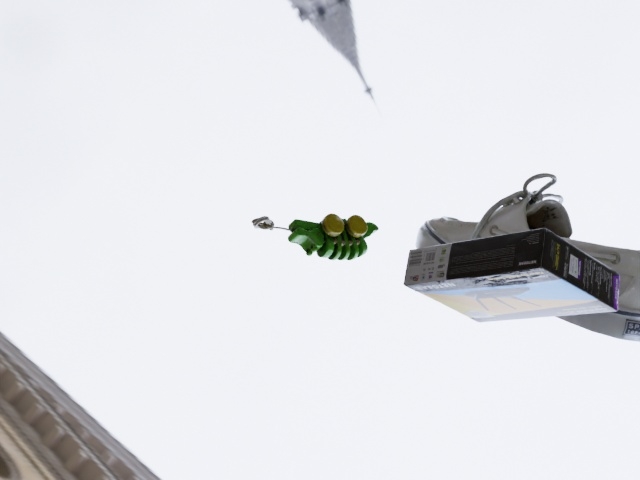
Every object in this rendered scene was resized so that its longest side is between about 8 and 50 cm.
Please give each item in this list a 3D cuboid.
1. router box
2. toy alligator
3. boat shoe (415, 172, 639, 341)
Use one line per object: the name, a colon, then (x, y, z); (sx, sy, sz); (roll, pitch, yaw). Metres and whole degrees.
router box: (0.197, 0.041, 0.966); (0.179, 0.133, 0.046); (-11, -119, 48)
toy alligator: (0.000, 0.000, 1.166); (0.056, 0.189, 0.051); (-39, -122, 47)
boat shoe: (0.265, -0.007, 1.153); (0.367, 0.135, 0.156); (26, -74, 54)
